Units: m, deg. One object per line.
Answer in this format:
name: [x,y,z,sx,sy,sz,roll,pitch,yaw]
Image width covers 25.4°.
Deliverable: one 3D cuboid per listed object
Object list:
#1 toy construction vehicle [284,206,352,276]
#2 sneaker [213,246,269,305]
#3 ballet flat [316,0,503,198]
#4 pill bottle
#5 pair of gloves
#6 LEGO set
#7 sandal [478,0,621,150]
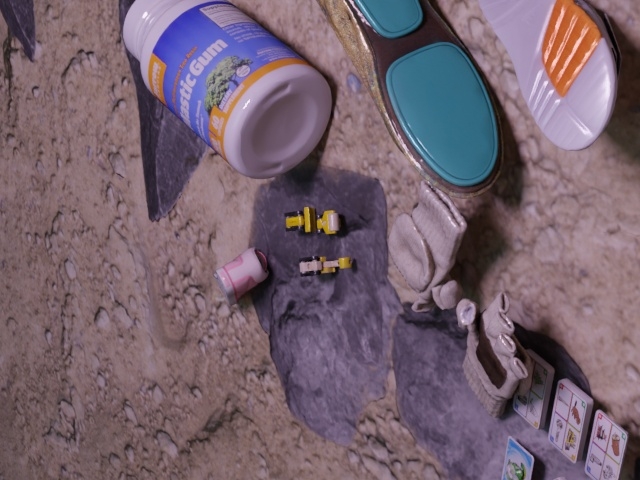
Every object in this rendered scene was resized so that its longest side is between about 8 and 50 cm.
toy construction vehicle: [0.000,0.000,1.747,0.098,0.035,0.085,-11,83,51]
sneaker: [-0.102,0.047,1.887,0.051,0.070,0.134,59,171,5]
ballet flat: [0.088,-0.189,1.507,0.123,0.123,0.348,-43,69,50]
pill bottle: [-0.123,-0.204,1.725,0.272,0.152,0.152,41,133,35]
pair of gloves: [0.144,0.068,1.515,0.240,0.042,0.204,61,163,14]
LEGO set: [0.265,0.259,1.507,0.182,0.060,0.244,41,133,52]
sandal: [0.232,-0.190,1.348,0.102,0.076,0.265,-50,41,32]
